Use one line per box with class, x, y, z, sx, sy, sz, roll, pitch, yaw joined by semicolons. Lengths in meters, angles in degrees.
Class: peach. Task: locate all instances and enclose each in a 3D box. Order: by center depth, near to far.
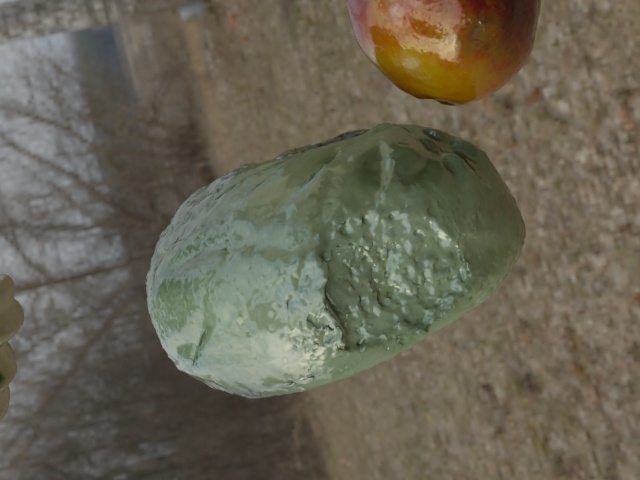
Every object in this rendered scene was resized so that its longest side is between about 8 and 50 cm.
peach;0.063;-0.113;0.630;0.101;0.100;0.101;167;90;-82

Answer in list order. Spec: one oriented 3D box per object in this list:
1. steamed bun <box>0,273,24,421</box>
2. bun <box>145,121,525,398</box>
steamed bun;-0.233;0.067;0.757;0.183;0.106;0.183;-28;58;60
bun;-0.001;0.000;0.702;0.108;0.221;0.221;64;173;-8
